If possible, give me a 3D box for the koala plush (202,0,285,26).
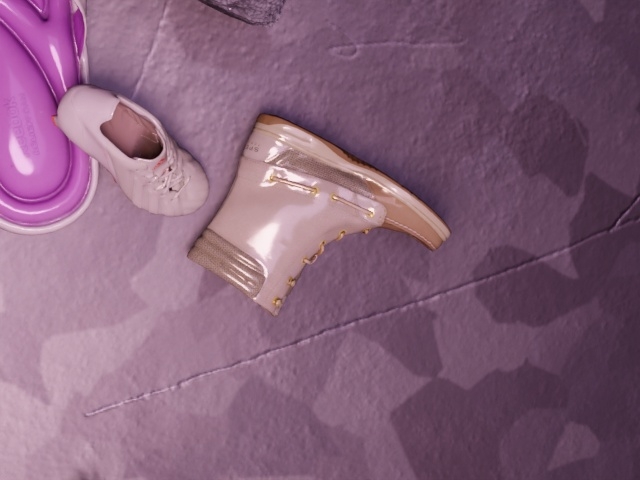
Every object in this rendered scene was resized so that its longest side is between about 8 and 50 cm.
[{"bbox_3d":[-0.071,-0.308,1.188,0.196,0.203,0.221,22,95,-21],"label":"koala plush"}]

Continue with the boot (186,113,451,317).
[{"bbox_3d":[0.000,0.000,1.329,0.213,0.077,0.165,29,87,-15],"label":"boot"}]

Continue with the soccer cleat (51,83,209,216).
[{"bbox_3d":[-0.150,-0.070,1.235,0.196,0.076,0.068,40,69,-49],"label":"soccer cleat"}]

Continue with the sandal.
[{"bbox_3d":[-0.270,-0.205,1.197,0.169,0.102,0.416,-22,104,-15],"label":"sandal"}]
